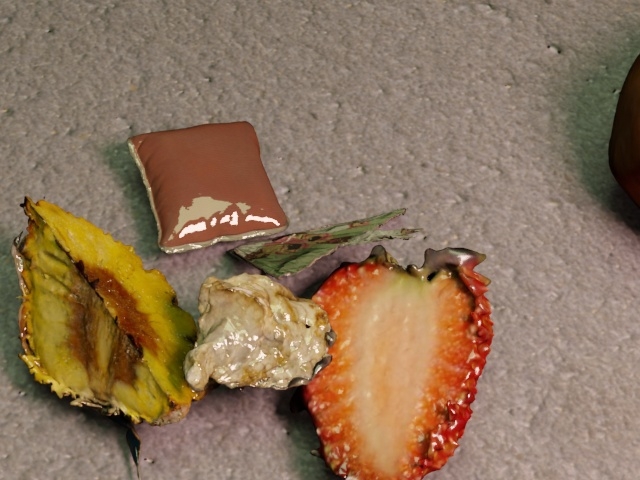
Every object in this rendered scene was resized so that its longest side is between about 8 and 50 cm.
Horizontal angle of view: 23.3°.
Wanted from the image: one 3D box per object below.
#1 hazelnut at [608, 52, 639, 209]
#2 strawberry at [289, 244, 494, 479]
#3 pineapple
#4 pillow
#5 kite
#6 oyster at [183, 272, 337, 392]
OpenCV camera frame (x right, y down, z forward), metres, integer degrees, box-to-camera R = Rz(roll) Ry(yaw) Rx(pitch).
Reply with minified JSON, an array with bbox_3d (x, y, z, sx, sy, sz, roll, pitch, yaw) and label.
[{"bbox_3d":[0.525,-0.126,1.866,0.366,0.366,0.366,2,53,-2],"label":"hazelnut"},{"bbox_3d":[0.082,0.162,1.748,0.233,0.138,0.306,0,62,27],"label":"strawberry"},{"bbox_3d":[-0.234,0.115,1.767,0.334,0.158,0.161,44,20,18],"label":"pineapple"},{"bbox_3d":[-0.140,-0.065,1.923,0.171,0.075,0.179,-10,57,-18],"label":"pillow"},{"bbox_3d":[0.000,0.000,1.841,0.267,0.013,0.323,-4,13,33],"label":"kite"},{"bbox_3d":[-0.070,0.103,1.682,0.163,0.081,0.191,37,58,5],"label":"oyster"}]
